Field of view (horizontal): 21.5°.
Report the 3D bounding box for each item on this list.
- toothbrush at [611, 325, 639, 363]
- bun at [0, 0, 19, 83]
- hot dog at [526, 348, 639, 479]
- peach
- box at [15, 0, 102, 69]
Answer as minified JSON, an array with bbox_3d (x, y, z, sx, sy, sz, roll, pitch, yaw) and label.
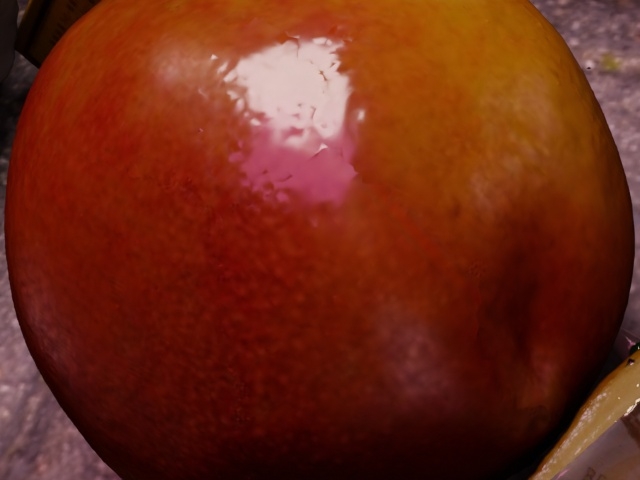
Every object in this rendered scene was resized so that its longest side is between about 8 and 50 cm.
[{"bbox_3d":[0.188,0.081,0.863,0.030,0.030,0.304,-39,51,-9],"label":"toothbrush"},{"bbox_3d":[-0.330,-0.161,1.116,0.362,0.211,0.361,-2,88,47],"label":"bun"},{"bbox_3d":[0.166,0.114,0.752,0.270,0.162,0.082,-42,35,-1],"label":"hot dog"},{"bbox_3d":[0.000,0.000,0.833,0.308,0.308,0.332,-43,42,-12],"label":"peach"},{"bbox_3d":[-0.084,-0.208,1.044,0.084,0.301,0.193,39,70,-6],"label":"box"}]
